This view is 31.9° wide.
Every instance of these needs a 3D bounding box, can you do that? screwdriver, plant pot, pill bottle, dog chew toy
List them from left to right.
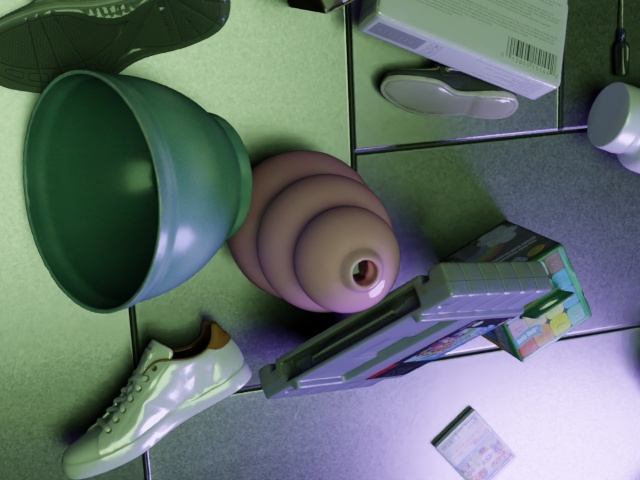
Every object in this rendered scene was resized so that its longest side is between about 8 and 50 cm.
[{"bbox_3d":[-0.211,-0.070,1.401,0.196,0.293,0.293,-12,109,-43],"label":"plant pot"},{"bbox_3d":[0.000,0.000,1.438,0.207,0.332,0.206,-5,105,-17],"label":"dog chew toy"},{"bbox_3d":[0.454,-0.331,1.680,0.025,0.024,0.169,-8,101,-47],"label":"screwdriver"},{"bbox_3d":[0.531,-0.156,1.683,0.246,0.136,0.136,15,98,-21],"label":"pill bottle"}]

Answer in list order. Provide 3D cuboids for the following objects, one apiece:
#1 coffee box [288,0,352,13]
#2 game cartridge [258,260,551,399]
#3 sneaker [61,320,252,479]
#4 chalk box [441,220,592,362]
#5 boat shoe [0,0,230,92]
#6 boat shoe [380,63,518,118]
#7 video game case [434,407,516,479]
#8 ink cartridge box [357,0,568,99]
[{"bbox_3d":[-0.028,-0.447,1.405,0.119,0.168,0.297,-30,110,-9],"label":"coffee box"},{"bbox_3d":[0.112,0.125,1.496,0.230,0.355,0.068,6,60,-44],"label":"game cartridge"},{"bbox_3d":[-0.244,0.209,1.541,0.290,0.106,0.123,-33,108,-20],"label":"sneaker"},{"bbox_3d":[0.293,0.077,1.620,0.132,0.213,0.132,-30,111,-9],"label":"chalk box"},{"bbox_3d":[-0.275,-0.277,1.413,0.320,0.103,0.118,-21,128,-7],"label":"boat shoe"},{"bbox_3d":[0.182,-0.222,1.603,0.206,0.075,0.065,6,58,-15],"label":"boat shoe"},{"bbox_3d":[0.247,0.335,1.780,0.087,0.011,0.122,-44,112,-5],"label":"video game case"},{"bbox_3d":[0.213,-0.367,1.563,0.296,0.066,0.261,18,72,-22],"label":"ink cartridge box"}]
